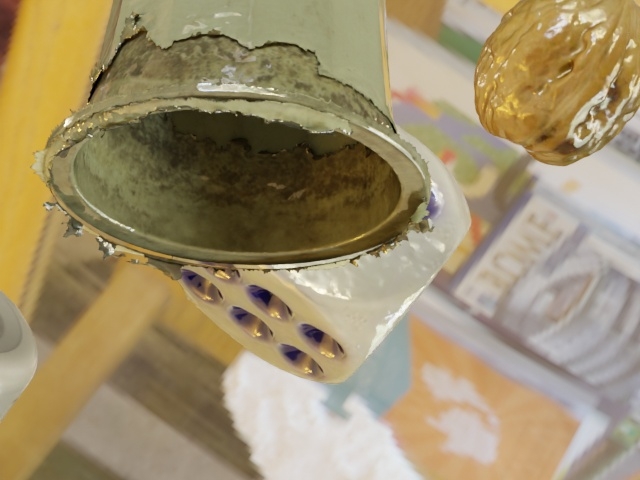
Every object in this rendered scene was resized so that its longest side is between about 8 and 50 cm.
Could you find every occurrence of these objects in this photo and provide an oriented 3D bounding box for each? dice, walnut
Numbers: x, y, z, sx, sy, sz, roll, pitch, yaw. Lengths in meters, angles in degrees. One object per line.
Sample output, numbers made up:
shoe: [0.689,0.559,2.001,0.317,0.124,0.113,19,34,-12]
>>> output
dice: [0.000,0.000,2.091,0.259,0.251,0.243,37,152,2]
walnut: [0.232,-0.163,1.684,0.155,0.155,0.184,38,116,-2]

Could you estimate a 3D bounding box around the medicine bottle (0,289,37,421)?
medicine bottle: [-0.324,0.144,1.189,0.157,0.157,0.288,37,105,-1]

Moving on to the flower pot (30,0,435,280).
flower pot: [-0.059,-0.136,1.318,0.290,0.259,0.290,2,157,1]
